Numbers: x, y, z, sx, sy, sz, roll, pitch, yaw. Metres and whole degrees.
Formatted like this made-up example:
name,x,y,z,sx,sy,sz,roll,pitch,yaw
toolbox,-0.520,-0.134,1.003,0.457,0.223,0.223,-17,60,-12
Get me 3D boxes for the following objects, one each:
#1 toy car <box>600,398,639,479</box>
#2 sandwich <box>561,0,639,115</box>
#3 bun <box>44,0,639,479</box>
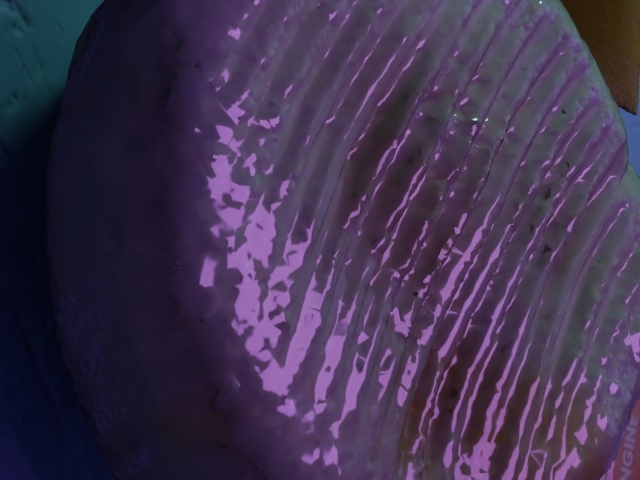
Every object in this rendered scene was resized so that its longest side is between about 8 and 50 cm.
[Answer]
name,x,y,z,sx,sy,sz,roll,pitch,yaw
toy car,0.131,0.138,1.145,0.212,0.180,0.270,25,68,-44
sandwich,0.132,-0.164,1.203,0.220,0.108,0.186,16,77,-53
bun,0.000,0.000,0.882,0.365,0.219,0.365,8,77,-41
